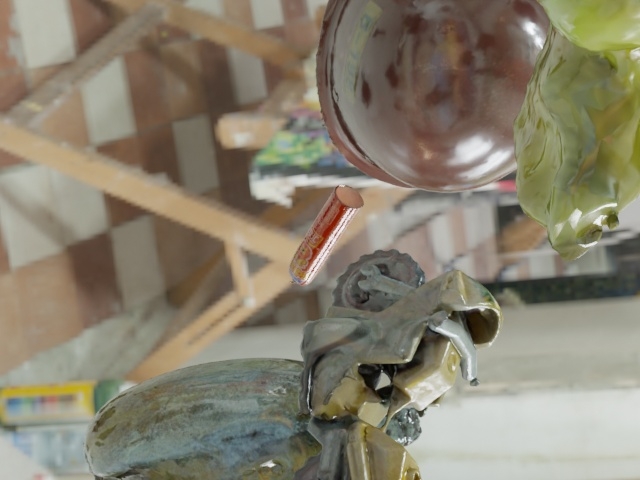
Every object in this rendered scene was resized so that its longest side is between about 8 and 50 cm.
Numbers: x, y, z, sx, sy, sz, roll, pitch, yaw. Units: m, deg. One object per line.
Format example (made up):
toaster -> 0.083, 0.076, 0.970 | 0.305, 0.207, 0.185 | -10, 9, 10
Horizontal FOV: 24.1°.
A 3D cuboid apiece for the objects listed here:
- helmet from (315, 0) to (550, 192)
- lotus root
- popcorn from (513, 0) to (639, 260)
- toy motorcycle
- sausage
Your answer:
helmet -> 0.174, -0.192, 1.906 | 0.230, 0.337, 0.385 | -112, -141, -60
lotus root -> -0.059, 0.181, 1.378 | 0.140, 0.322, 0.158 | -57, 131, -70
popcorn -> 0.234, -0.160, 0.781 | 0.274, 0.279, 0.335 | 75, 16, -70
toy motorcycle -> 0.052, 0.100, 1.018 | 0.094, 0.129, 0.229 | 58, 37, -49
sausage -> 0.000, 0.000, 1.531 | 0.034, 0.129, 0.034 | 21, 37, -17
